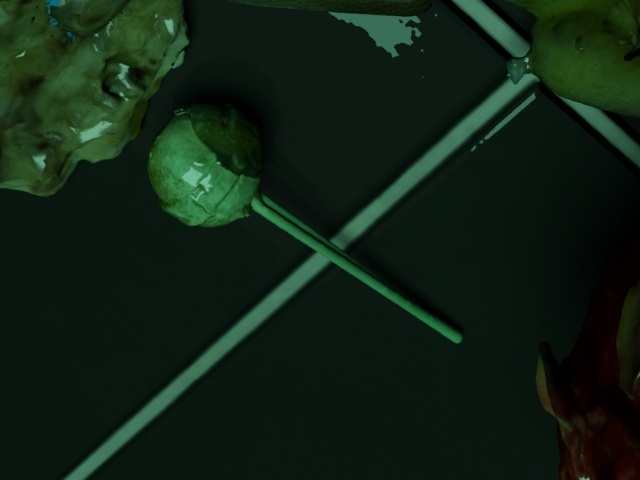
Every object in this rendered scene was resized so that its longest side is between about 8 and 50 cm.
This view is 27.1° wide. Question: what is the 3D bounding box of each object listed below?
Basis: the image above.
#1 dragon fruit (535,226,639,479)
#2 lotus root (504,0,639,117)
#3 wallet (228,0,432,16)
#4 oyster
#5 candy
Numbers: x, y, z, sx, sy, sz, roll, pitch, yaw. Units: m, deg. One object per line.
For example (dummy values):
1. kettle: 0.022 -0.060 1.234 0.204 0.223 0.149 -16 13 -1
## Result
1. dragon fruit: 0.238 0.074 0.545 0.277 0.277 0.342 40 114 -17
2. lotus root: 0.151 -0.126 0.535 0.183 0.078 0.203 18 122 -14
3. wallet: 0.005 -0.192 0.550 0.110 0.031 0.198 6 123 4
4. oyster: -0.150 -0.111 0.600 0.214 0.083 0.223 -18 125 22
5. candy: 0.000 0.000 0.674 0.202 0.061 0.061 34 122 -23
